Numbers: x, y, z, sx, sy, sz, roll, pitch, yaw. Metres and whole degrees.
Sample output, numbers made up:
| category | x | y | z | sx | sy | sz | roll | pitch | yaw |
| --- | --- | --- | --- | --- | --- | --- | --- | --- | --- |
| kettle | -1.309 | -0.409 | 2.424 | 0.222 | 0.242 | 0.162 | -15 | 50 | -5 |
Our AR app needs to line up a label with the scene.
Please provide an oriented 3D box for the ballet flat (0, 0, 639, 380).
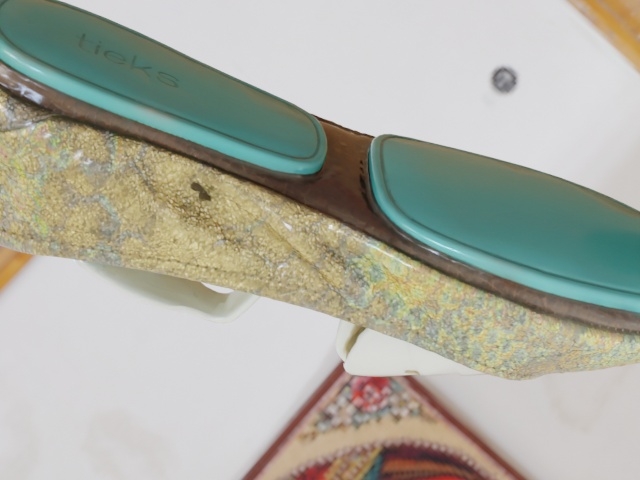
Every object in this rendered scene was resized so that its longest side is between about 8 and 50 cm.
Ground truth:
| category | x | y | z | sx | sy | sz | roll | pitch | yaw |
| --- | --- | --- | --- | --- | --- | --- | --- | --- | --- |
| ballet flat | 0.000 | 0.000 | 0.524 | 0.348 | 0.123 | 0.123 | 19 | 171 | -8 |
